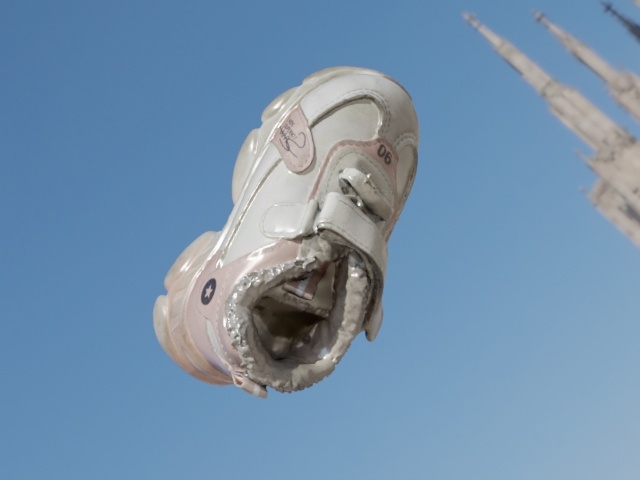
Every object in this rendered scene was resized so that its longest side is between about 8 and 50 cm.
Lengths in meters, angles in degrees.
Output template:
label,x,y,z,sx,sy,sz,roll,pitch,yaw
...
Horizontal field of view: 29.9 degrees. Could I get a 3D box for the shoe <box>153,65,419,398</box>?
label,x,y,z,sx,sy,sz,roll,pitch,yaw
shoe,0.003,0.001,1.132,0.172,0.198,0.351,33,-96,-27
